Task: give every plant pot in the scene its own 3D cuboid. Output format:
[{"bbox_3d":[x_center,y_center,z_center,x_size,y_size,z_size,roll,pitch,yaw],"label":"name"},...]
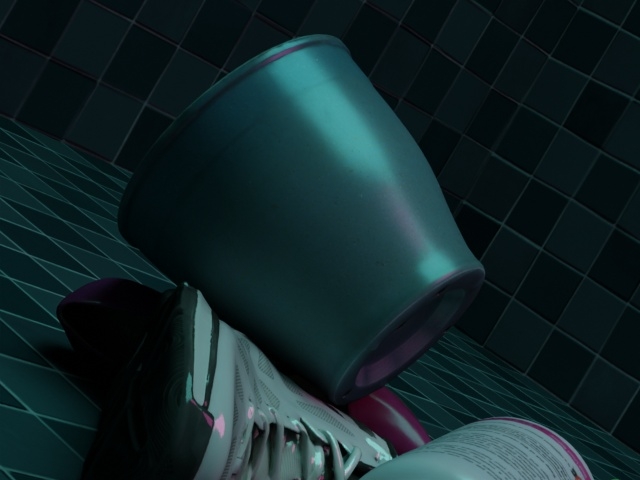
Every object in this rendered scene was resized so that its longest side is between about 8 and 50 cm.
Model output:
[{"bbox_3d":[0.000,0.000,1.610,0.255,0.271,0.272,49,10,17],"label":"plant pot"}]

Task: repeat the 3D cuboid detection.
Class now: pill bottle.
[{"bbox_3d":[0.103,0.234,1.373,0.160,0.160,0.283,32,16,20],"label":"pill bottle"}]

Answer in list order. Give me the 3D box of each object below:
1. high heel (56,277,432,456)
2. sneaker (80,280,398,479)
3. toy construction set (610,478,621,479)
[{"bbox_3d":[-0.071,0.149,1.651,0.377,0.127,0.181,23,4,19],"label":"high heel"},{"bbox_3d":[-0.036,0.159,1.406,0.257,0.169,0.447,28,3,-6],"label":"sneaker"},{"bbox_3d":[0.332,0.347,1.804,0.328,0.151,0.215,38,-20,-1],"label":"toy construction set"}]
